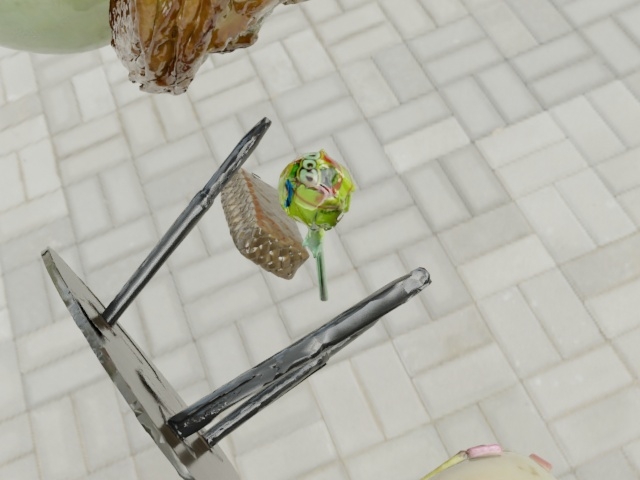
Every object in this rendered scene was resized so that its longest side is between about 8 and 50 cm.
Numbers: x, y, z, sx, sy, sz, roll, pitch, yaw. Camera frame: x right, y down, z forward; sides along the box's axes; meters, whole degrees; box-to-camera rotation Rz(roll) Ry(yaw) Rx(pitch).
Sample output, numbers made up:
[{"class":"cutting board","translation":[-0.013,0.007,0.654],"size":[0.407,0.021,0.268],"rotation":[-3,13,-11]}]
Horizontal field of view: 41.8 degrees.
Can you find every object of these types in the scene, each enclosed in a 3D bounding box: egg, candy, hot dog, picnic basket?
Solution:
[{"class":"egg","translation":[-0.317,-0.321,0.958],"size":[0.295,0.218,0.218],"rotation":[-10,54,7]},{"class":"candy","translation":[0.000,0.000,0.682],"size":[0.058,0.194,0.062],"rotation":[-8,56,-2]},{"class":"hot dog","translation":[-0.076,-0.200,0.624],"size":[0.196,0.122,0.272],"rotation":[-39,21,-12]},{"class":"picnic basket","translation":[-0.078,-0.028,1.166],"size":[0.055,0.110,0.193],"rotation":[-50,32,16]}]

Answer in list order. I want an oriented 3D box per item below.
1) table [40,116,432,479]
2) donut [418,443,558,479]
[{"class":"table","translation":[-0.050,0.076,0.769],"size":[0.249,0.317,0.317],"rotation":[-38,56,-9]},{"class":"donut","translation":[0.064,0.313,0.743],"size":[0.382,0.383,0.142],"rotation":[-28,68,-7]}]
